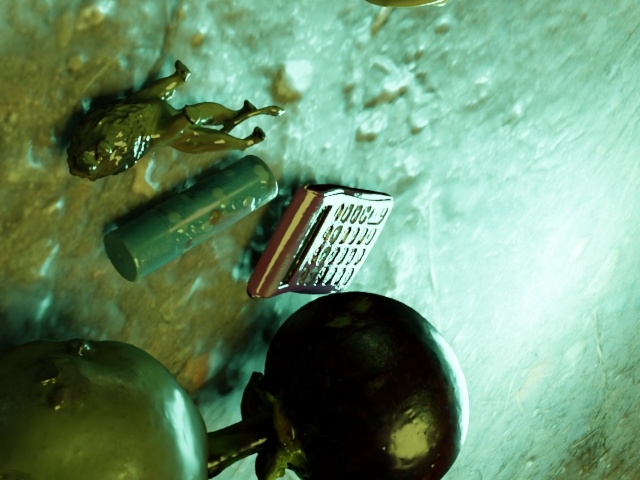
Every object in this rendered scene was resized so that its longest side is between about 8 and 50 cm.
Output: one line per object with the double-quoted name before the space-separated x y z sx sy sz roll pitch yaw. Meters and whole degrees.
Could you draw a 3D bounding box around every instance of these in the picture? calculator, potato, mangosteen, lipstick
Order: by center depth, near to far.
"potato" -0.213 0.232 1.041 0.243 0.221 0.326 14 107 -47
"lipstick" -0.109 -0.021 1.092 0.158 0.048 0.048 -32 144 -31
"calculator" 0.000 0.000 1.280 0.190 0.034 0.126 2 119 -61
"mangosteen" 0.009 0.181 1.294 0.289 0.231 0.231 -27 141 -23

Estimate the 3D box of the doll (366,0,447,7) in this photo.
"doll" 0.032 -0.282 0.956 0.271 0.144 0.208 -11 109 -53

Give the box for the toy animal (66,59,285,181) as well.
"toy animal" -0.106 -0.098 1.006 0.220 0.069 0.086 -11 151 -42
